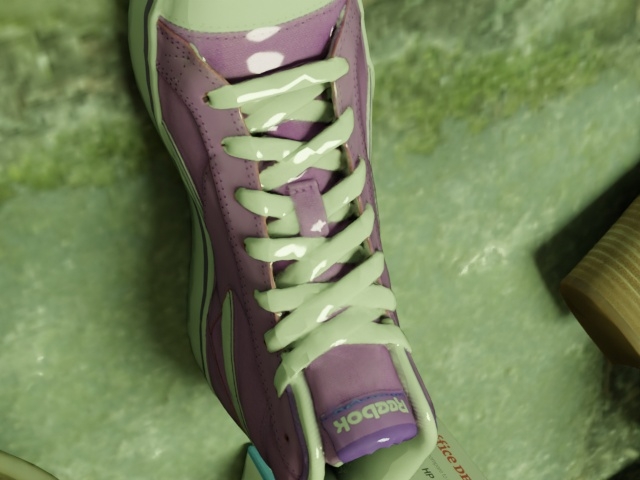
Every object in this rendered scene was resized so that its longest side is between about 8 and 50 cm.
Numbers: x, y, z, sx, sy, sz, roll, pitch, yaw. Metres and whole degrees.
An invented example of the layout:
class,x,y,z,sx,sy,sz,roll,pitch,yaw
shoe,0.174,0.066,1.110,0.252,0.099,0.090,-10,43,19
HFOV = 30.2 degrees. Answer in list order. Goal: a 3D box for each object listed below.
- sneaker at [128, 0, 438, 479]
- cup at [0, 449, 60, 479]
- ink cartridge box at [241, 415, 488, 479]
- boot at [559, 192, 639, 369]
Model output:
class,x,y,z,sx,sy,sz,roll,pitch,yaw
sneaker,0.001,0.000,0.493,0.102,0.161,0.282,-18,129,-15
cup,-0.172,0.269,0.523,0.331,0.331,0.237,-31,158,-5
ink cartridge box,0.033,0.167,0.678,0.143,0.092,0.090,-6,125,-27
boot,0.293,0.052,0.689,0.220,0.109,0.283,-39,98,-7
